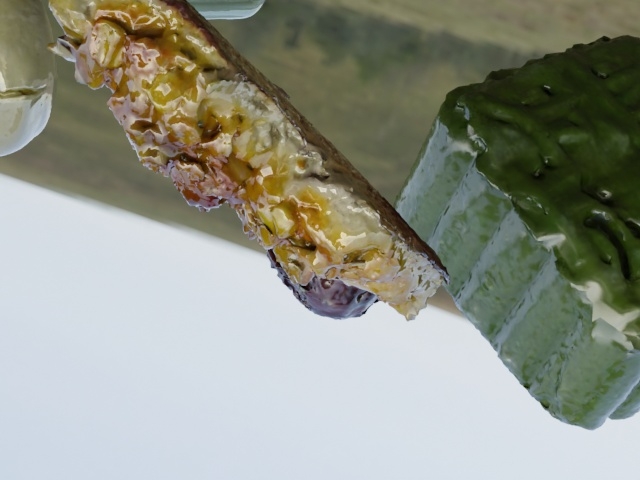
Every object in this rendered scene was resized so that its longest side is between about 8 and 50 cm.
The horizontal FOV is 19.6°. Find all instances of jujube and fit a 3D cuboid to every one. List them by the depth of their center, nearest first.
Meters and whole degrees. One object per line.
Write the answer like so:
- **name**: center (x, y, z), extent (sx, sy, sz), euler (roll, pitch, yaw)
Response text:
- **jujube**: center (0.003, 0.001, 1.621), extent (0.104, 0.104, 0.166), euler (13, -149, -38)

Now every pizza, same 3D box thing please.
- **pizza**: center (-0.043, -0.048, 1.098), extent (0.305, 0.085, 0.161), euler (43, -175, -19)

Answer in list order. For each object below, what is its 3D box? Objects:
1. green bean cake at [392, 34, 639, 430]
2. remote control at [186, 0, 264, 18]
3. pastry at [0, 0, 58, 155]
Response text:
- **green bean cake**: center (0.214, -0.013, 1.371), extent (0.247, 0.156, 0.250), euler (-19, -120, -37)
- **remote control**: center (-0.075, -0.330, 1.360), extent (0.065, 0.335, 0.128), euler (19, -162, 37)
- **pastry**: center (-0.266, -0.146, 1.493), extent (0.092, 0.156, 0.156), euler (-20, -150, -28)
